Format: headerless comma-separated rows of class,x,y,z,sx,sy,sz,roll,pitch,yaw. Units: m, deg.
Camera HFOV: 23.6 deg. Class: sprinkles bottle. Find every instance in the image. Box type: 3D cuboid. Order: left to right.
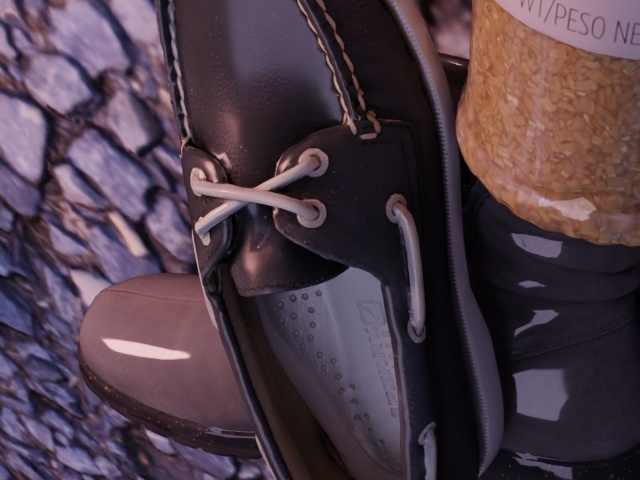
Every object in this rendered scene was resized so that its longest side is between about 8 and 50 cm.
sprinkles bottle,0.107,-0.157,0.459,0.121,0.121,0.355,23,142,21

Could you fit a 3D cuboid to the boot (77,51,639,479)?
boot,0.009,0.001,0.751,0.338,0.118,0.222,6,130,25

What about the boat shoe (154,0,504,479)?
boat shoe,0.000,0.000,0.620,0.114,0.091,0.302,-7,116,35
